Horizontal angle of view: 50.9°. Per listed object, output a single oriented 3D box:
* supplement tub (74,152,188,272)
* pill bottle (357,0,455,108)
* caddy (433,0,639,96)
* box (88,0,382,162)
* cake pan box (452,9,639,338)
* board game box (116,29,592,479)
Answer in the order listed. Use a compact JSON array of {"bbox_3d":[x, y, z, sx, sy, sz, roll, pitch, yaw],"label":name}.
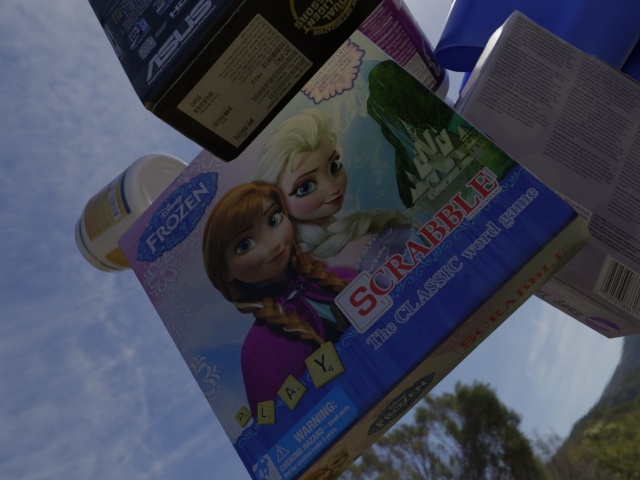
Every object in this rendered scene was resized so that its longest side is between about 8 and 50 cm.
[{"bbox_3d":[-0.292,-0.038,1.083,0.144,0.199,0.144,27,-130,-37],"label":"supplement tub"},{"bbox_3d":[0.104,-0.276,1.088,0.301,0.169,0.169,47,-112,-31],"label":"pill bottle"},{"bbox_3d":[0.342,-0.300,1.010,0.241,0.341,0.179,34,-101,-52],"label":"caddy"},{"bbox_3d":[-0.023,-0.299,0.515,0.395,0.318,0.097,-46,-40,12],"label":"box"},{"bbox_3d":[0.248,-0.066,0.678,0.246,0.266,0.070,-62,4,-17],"label":"cake pan box"},{"bbox_3d":[0.000,0.000,0.594,0.319,0.318,0.066,-45,-34,7],"label":"board game box"}]
